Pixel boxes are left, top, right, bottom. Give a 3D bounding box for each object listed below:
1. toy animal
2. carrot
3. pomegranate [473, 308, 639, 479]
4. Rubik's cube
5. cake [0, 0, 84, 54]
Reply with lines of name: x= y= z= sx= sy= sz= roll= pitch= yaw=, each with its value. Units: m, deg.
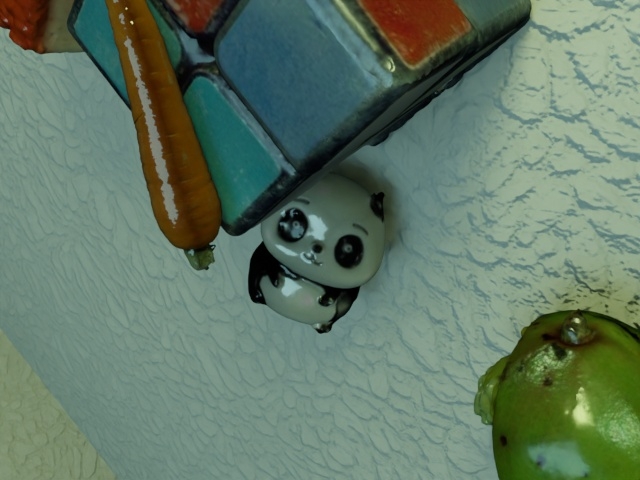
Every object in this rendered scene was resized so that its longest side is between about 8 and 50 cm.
toy animal: x=-0.003 y=0.007 z=0.925 sx=0.187 sy=0.165 sz=0.235 roll=24 pitch=135 yaw=-3
carrot: x=-0.152 y=-0.122 z=0.590 sx=0.069 sy=0.069 sz=0.336 roll=7 pitch=117 yaw=38
pomegranate: x=0.329 y=0.239 z=0.732 sx=0.260 sy=0.260 sz=0.341 roll=-14 pitch=113 yaw=45
Rubik's cube: x=-0.024 y=-0.242 z=0.664 sx=0.318 sy=0.313 sz=0.316 roll=52 pitch=138 yaw=-1
cake: x=-0.282 y=-0.421 z=0.762 sx=0.269 sy=0.319 sz=0.270 roll=48 pitch=138 yaw=7
